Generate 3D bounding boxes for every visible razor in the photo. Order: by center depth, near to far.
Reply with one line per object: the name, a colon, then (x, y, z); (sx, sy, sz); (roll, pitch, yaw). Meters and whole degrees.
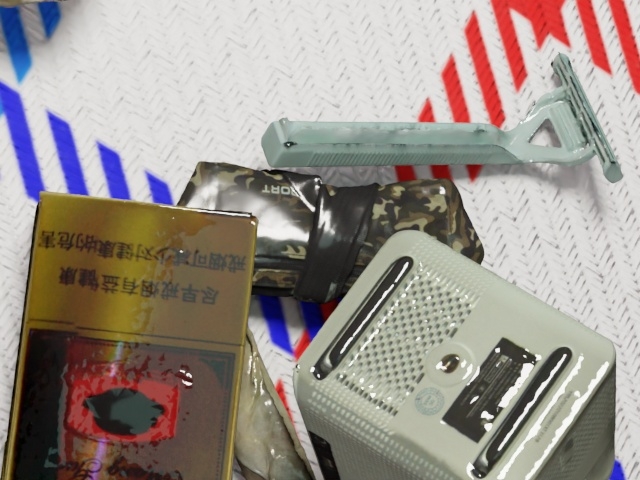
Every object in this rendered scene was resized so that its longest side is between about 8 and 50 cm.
razor: (0.087, -0.076, 1.338); (0.277, 0.056, 0.111); (-6, 57, -22)

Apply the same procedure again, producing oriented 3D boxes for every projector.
projector: (0.099, 0.128, 1.220); (0.177, 0.242, 0.163); (32, 70, 21)

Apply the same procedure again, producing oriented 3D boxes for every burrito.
burrito: (-0.047, 0.130, 1.273); (0.051, 0.042, 0.171); (-25, 85, 13)

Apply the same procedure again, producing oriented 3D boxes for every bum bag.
bum bag: (0.000, -0.001, 1.296); (0.248, 0.069, 0.102); (4, 97, -17)

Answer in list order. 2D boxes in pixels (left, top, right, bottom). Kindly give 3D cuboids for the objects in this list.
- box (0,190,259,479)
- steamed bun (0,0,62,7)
box: (-0.131, 0.094, 1.212); (0.159, 0.071, 0.240); (7, 84, -5)
steamed bun: (-0.228, -0.241, 1.226); (0.182, 0.106, 0.183); (0, 90, -16)
